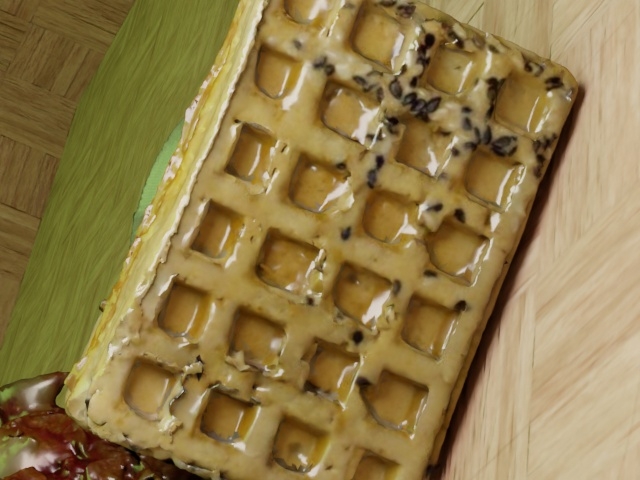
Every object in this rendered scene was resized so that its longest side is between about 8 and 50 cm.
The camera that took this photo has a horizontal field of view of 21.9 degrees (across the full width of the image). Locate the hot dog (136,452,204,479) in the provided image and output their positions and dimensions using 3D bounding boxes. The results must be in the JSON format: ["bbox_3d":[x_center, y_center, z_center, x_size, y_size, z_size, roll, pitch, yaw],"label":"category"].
[{"bbox_3d":[-0.132,0.138,1.627,0.099,0.160,0.227,14,80,63],"label":"hot dog"}]

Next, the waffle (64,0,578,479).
[{"bbox_3d":[0.000,0.000,1.168,0.114,0.261,0.376,174,118,-78],"label":"waffle"}]

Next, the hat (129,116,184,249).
[{"bbox_3d":[-0.106,-0.032,1.846,0.252,0.110,0.252,-36,42,41],"label":"hat"}]

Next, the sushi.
[{"bbox_3d":[-0.203,0.249,1.457,0.343,0.196,0.182,30,140,45],"label":"sushi"}]
